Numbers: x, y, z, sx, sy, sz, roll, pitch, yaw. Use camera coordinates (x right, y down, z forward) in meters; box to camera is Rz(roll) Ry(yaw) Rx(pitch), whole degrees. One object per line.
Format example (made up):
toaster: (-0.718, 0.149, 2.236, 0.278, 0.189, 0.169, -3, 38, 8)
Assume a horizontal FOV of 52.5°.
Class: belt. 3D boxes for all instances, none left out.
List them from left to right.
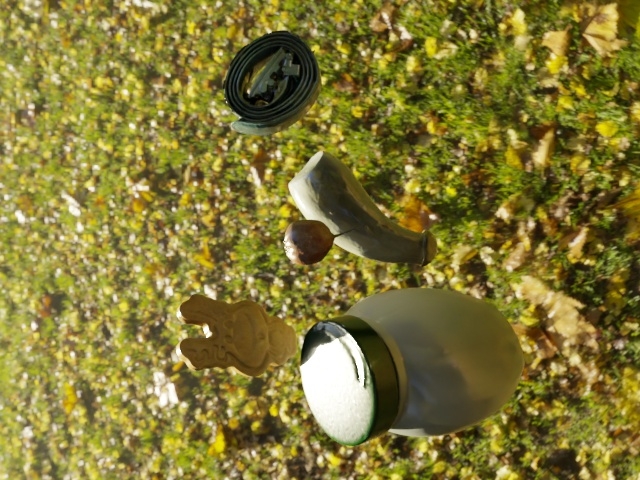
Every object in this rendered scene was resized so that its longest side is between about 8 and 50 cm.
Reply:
belt: (-0.120, -0.367, 1.556, 0.267, 0.116, 0.206, -45, 82, 0)

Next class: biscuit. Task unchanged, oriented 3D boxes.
biscuit: (-0.148, 0.177, 1.187, 0.040, 0.236, 0.144, -32, 53, 55)

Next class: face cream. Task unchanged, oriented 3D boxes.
face cream: (0.165, 0.209, 1.147, 0.312, 0.357, 0.219, 37, 125, 47)

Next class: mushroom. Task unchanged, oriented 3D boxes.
mushroom: (0.065, -0.034, 1.073, 0.270, 0.118, 0.103, 40, 163, 4)

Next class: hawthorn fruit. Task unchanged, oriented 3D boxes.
hawthorn fruit: (0.000, 0.000, 0.903, 0.103, 0.067, 0.067, -6, 90, -5)
